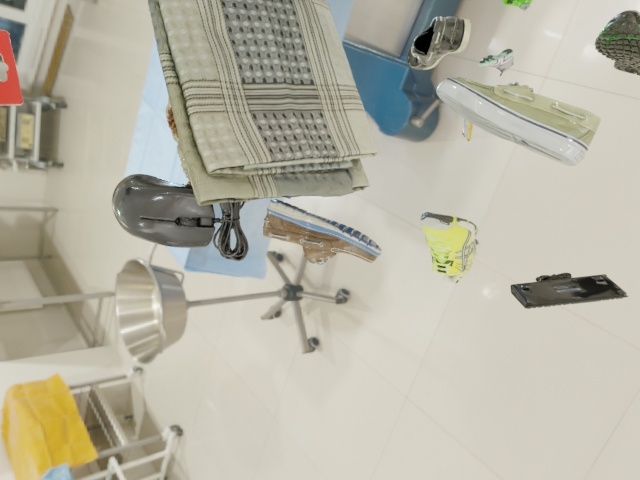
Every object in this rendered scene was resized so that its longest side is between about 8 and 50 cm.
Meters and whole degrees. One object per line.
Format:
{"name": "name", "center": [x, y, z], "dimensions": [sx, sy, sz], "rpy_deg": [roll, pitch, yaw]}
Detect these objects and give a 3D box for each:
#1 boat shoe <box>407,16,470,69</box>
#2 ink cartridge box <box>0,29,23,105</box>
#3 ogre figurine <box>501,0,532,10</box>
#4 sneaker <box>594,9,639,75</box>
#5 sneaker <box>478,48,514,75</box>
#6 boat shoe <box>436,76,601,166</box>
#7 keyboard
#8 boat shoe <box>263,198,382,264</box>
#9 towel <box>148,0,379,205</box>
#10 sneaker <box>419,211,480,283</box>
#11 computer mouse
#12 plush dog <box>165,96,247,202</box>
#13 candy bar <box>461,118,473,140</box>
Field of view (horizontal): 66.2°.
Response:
{"name": "boat shoe", "center": [0.230, -0.420, 1.043], "dimensions": [0.233, 0.079, 0.084], "rpy_deg": [-148, 58, -77]}
{"name": "ink cartridge box", "center": [-0.623, -0.267, 0.790], "dimensions": [0.078, 0.231, 0.134], "rpy_deg": [-4, 97, 58]}
{"name": "ogre figurine", "center": [0.649, -0.823, 1.593], "dimensions": [0.197, 0.096, 0.118], "rpy_deg": [46, 134, 38]}
{"name": "sneaker", "center": [0.846, -0.551, 1.316], "dimensions": [0.134, 0.343, 0.146], "rpy_deg": [30, 111, 34]}
{"name": "sneaker", "center": [0.507, -0.500, 1.409], "dimensions": [0.098, 0.069, 0.038], "rpy_deg": [-15, 47, 13]}
{"name": "boat shoe", "center": [0.363, -0.243, 0.919], "dimensions": [0.302, 0.109, 0.094], "rpy_deg": [35, 99, 23]}
{"name": "keyboard", "center": [0.448, 0.091, 0.903], "dimensions": [0.108, 0.180, 0.023], "rpy_deg": [-93, -3, -66]}
{"name": "boat shoe", "center": [0.000, 0.000, 0.735], "dimensions": [0.183, 0.066, 0.066], "rpy_deg": [23, 100, 10]}
{"name": "towel", "center": [-0.060, -0.210, 0.666], "dimensions": [0.056, 0.312, 0.324], "rpy_deg": [-18, 84, 46]}
{"name": "sneaker", "center": [0.391, 0.027, 1.469], "dimensions": [0.145, 0.384, 0.147], "rpy_deg": [15, 79, 35]}
{"name": "computer mouse", "center": [-0.268, -0.053, 0.882], "dimensions": [0.272, 0.072, 0.189], "rpy_deg": [6, 113, 13]}
{"name": "plush dog", "center": [-0.226, -0.206, 0.970], "dimensions": [0.262, 0.210, 0.225], "rpy_deg": [-91, -13, -55]}
{"name": "candy bar", "center": [0.441, -0.343, 1.469], "dimensions": [0.018, 0.161, 0.040], "rpy_deg": [-33, 72, 5]}
